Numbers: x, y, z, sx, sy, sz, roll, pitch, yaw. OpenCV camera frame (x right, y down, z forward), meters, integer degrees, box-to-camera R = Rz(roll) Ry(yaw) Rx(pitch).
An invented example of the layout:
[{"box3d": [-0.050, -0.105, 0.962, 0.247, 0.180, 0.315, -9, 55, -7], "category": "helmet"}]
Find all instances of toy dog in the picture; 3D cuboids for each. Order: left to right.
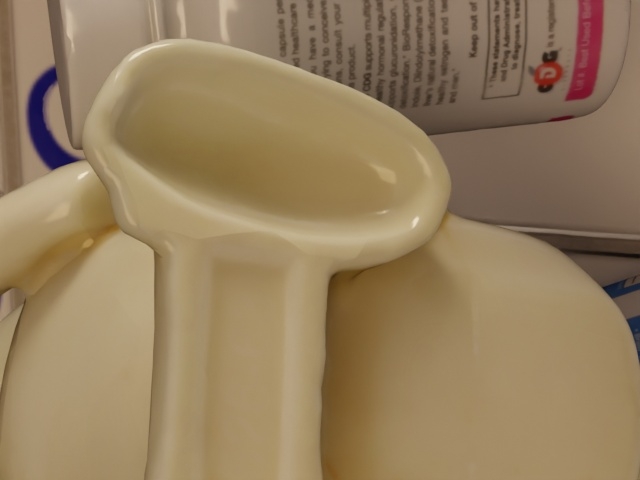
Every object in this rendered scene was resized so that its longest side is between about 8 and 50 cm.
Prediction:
[{"box3d": [-0.046, 0.080, 0.989, 0.408, 0.395, 0.284, -17, 78, 61], "category": "toy dog"}]

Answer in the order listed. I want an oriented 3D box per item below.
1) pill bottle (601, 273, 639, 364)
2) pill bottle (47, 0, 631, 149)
[{"box3d": [0.228, 0.067, 1.067, 0.221, 0.124, 0.124, -20, 100, 21], "category": "pill bottle"}, {"box3d": [0.003, -0.129, 0.996, 0.283, 0.160, 0.160, -7, 106, -10], "category": "pill bottle"}]
